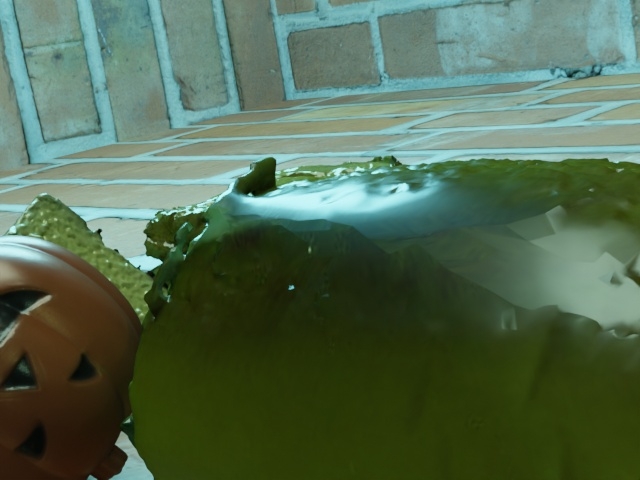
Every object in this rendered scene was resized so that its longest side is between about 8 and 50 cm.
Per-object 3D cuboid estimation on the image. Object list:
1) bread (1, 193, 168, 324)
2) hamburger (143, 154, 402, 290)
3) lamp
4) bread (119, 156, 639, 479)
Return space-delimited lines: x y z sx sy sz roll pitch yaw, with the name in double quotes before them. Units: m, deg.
"bread" -0.208 0.052 0.924 0.127 0.152 0.147 -2 41 27
"hamburger" 0.000 0.000 1.081 0.211 0.132 0.309 -1 11 35
"lamp" -0.188 0.096 0.710 0.187 0.164 0.187 -49 14 16
"bread" 0.084 0.064 0.595 0.377 0.208 0.251 7 24 43
